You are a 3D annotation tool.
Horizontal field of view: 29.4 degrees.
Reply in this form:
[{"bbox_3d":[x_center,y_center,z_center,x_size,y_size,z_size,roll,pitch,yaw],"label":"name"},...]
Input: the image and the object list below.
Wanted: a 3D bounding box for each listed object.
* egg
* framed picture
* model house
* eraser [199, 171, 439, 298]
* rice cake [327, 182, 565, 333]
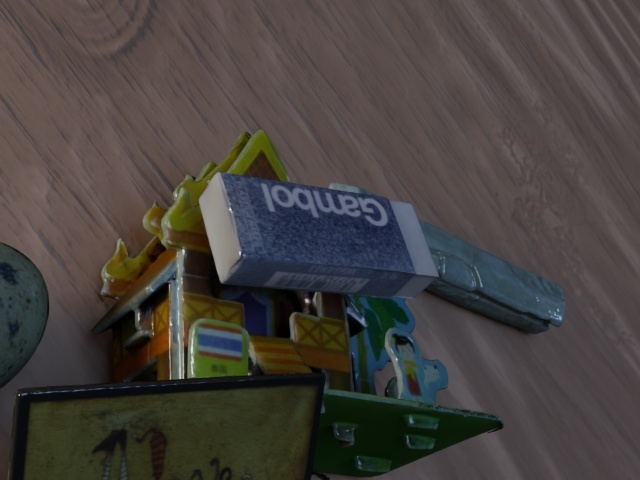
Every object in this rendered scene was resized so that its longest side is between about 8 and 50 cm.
[{"bbox_3d":[-0.304,0.065,1.024,0.141,0.141,0.181,59,33,-3],"label":"egg"},{"bbox_3d":[-0.128,0.269,0.958,0.255,0.014,0.339,1,104,-30],"label":"framed picture"},{"bbox_3d":[-0.020,0.053,1.168,0.357,0.242,0.313,12,65,-29],"label":"model house"},{"bbox_3d":[0.000,0.000,1.075,0.212,0.046,0.092,8,50,-34],"label":"eraser"},{"bbox_3d":[0.140,0.025,1.393,0.336,0.063,0.066,23,54,-25],"label":"rice cake"}]
